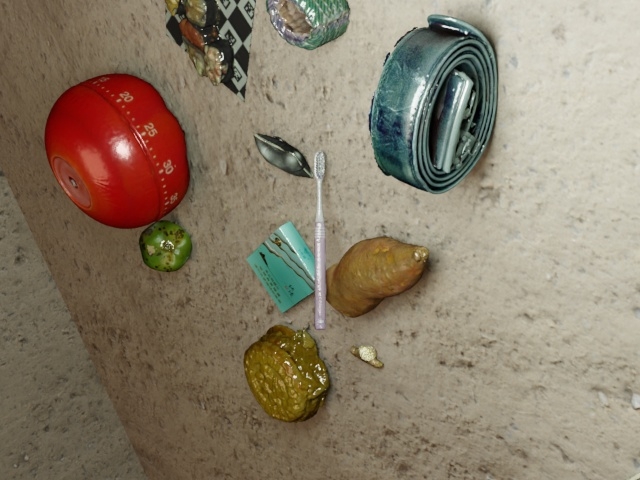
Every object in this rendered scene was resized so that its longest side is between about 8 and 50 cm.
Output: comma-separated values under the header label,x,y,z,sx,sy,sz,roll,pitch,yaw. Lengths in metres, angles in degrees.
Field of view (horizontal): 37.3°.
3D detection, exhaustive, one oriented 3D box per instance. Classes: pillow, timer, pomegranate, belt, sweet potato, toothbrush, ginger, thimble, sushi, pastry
label,x,y,z,sx,sy,sz,roll,pitch,yaw
pillow,-0.077,-0.171,1.937,0.136,0.055,0.091,34,145,37
timer,-0.493,-0.209,2.293,0.378,0.279,0.378,35,145,30
pomegranate,-0.430,0.024,2.565,0.143,0.122,0.169,37,154,-23
belt,0.174,-0.201,1.397,0.116,0.206,0.267,28,132,36
sweet potato,0.114,0.051,1.801,0.131,0.131,0.337,56,150,3
toothbrush,0.000,0.000,1.861,0.029,0.024,0.354,-173,83,-83
ginger,0.098,0.253,2.097,0.097,0.030,0.048,26,139,40
thimble,-0.024,-0.394,1.621,0.135,0.090,0.118,46,150,15
sushi,-0.255,-0.455,1.934,0.294,0.059,0.292,43,146,25
pastry,-0.085,0.336,2.340,0.235,0.132,0.240,-4,116,58

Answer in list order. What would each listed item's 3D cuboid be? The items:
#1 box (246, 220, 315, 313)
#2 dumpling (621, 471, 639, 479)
label,x,y,z,sx,sy,sz,roll,pitch,yaw
box,-0.079,0.065,2.171,0.162,0.041,0.229,56,150,3
dumpling,0.542,0.439,1.524,0.162,0.132,0.250,51,149,5
